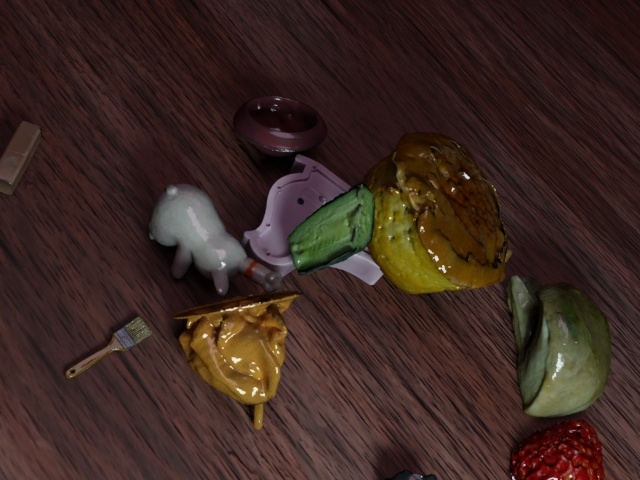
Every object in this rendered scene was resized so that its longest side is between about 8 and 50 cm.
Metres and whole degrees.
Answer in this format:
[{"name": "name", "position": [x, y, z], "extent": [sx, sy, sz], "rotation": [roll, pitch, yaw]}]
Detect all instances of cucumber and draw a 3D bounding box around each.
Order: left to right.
[{"name": "cucumber", "position": [0.031, -0.010, 1.464], "extent": [0.086, 0.193, 0.115], "rotation": [20, 45, -60]}]

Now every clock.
[{"name": "clock", "position": [0.000, 0.000, 1.599], "extent": [0.290, 0.080, 0.275], "rotation": [34, 56, 3]}]

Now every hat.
[{"name": "hat", "position": [-0.128, 0.221, 1.401], "extent": [0.234, 0.244, 0.233], "rotation": [-9, 91, 5]}, {"name": "hat", "position": [-0.089, -0.235, 1.690], "extent": [0.206, 0.089, 0.205], "rotation": [9, 38, -7]}]

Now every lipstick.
[{"name": "lipstick", "position": [-0.581, -0.160, 1.501], "extent": [0.045, 0.045, 0.145], "rotation": [20, 56, -10]}]

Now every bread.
[{"name": "bread", "position": [0.227, -0.040, 1.572], "extent": [0.358, 0.204, 0.336], "rotation": [-3, 66, -54]}]

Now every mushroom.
[{"name": "mushroom", "position": [0.519, 0.195, 1.611], "extent": [0.218, 0.212, 0.292], "rotation": [2, 54, -10]}]

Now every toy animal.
[{"name": "toy animal", "position": [-0.207, 0.023, 1.477], "extent": [0.140, 0.138, 0.282], "rotation": [-34, 79, -29]}]

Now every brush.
[{"name": "brush", "position": [-0.377, 0.193, 1.390], "extent": [0.170, 0.014, 0.043], "rotation": [-34, 78, -31]}]

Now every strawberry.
[{"name": "strawberry", "position": [0.482, 0.427, 1.505], "extent": [0.190, 0.111, 0.236], "rotation": [40, 55, 9]}]

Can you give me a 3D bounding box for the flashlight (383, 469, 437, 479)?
[{"name": "flashlight", "position": [0.169, 0.602, 1.301], "extent": [0.103, 0.103, 0.423], "rotation": [6, 60, -17]}]
